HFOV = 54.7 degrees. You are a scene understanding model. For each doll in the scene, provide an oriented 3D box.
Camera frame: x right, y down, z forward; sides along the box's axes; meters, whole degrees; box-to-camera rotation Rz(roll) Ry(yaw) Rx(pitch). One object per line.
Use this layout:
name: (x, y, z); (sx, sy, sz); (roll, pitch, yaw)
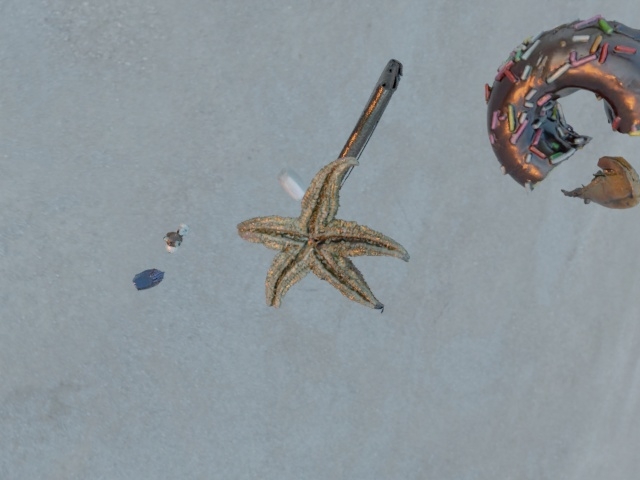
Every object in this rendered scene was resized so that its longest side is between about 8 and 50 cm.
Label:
doll: (-0.320, -0.009, 1.389); (0.040, 0.058, 0.085); (29, 52, -1)

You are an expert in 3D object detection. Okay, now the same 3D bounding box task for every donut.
donut: (0.448, -0.255, 1.119); (0.259, 0.345, 0.136); (55, 41, -13)

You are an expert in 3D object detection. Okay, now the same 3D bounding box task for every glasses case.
glasses case: (-0.068, -0.139, 1.498); (0.049, 0.197, 0.076); (-42, 102, 5)

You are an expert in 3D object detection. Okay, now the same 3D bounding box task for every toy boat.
toy boat: (-0.311, 0.068, 1.129); (0.038, 0.083, 0.038); (23, 59, -44)

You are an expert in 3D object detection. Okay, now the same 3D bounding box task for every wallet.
wallet: (0.065, -0.172, 1.026); (0.039, 0.243, 0.133); (29, 35, -4)

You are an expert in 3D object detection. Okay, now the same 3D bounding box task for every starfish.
starfish: (0.001, 0.000, 0.803); (0.043, 0.227, 0.241); (-60, 173, -63)

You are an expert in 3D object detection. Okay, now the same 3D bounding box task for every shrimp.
shrimp: (0.604, -0.130, 1.332); (0.066, 0.262, 0.117); (-14, 102, -10)
